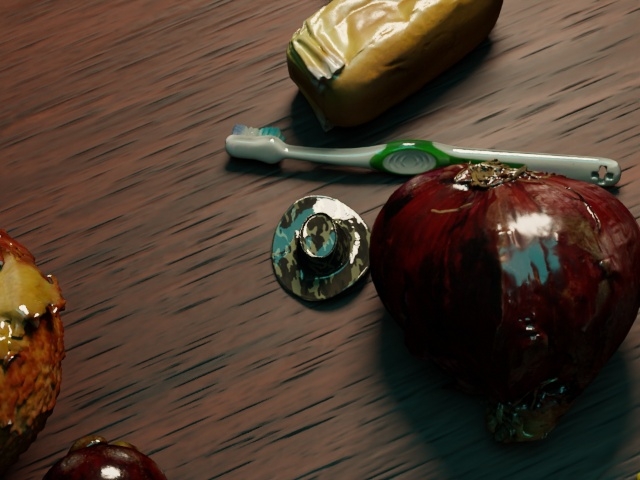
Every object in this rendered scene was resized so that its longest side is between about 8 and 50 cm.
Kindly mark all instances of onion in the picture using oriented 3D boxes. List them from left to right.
[{"bbox_3d":[0.169,0.034,1.458,0.281,0.281,0.221,35,31,17],"label":"onion"}]

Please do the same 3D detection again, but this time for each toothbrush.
[{"bbox_3d":[0.105,-0.085,1.600,0.418,0.042,0.040,6,36,8],"label":"toothbrush"}]

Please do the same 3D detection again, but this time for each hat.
[{"bbox_3d":[0.000,0.000,1.568,0.121,0.050,0.121,-2,64,5],"label":"hat"}]

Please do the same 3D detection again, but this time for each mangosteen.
[{"bbox_3d":[-0.209,0.241,1.451,0.140,0.140,0.140,-2,67,4],"label":"mangosteen"}]

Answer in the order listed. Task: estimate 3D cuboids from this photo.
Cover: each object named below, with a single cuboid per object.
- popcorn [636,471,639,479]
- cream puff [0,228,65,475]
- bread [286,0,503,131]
[{"bbox_3d":[0.336,0.301,1.341,0.235,0.181,0.217,10,70,17],"label":"popcorn"},{"bbox_3d":[-0.399,0.127,1.446,0.350,0.229,0.350,-5,53,6],"label":"cream puff"},{"bbox_3d":[0.083,-0.222,1.611,0.241,0.136,0.107,-37,71,-10],"label":"bread"}]
